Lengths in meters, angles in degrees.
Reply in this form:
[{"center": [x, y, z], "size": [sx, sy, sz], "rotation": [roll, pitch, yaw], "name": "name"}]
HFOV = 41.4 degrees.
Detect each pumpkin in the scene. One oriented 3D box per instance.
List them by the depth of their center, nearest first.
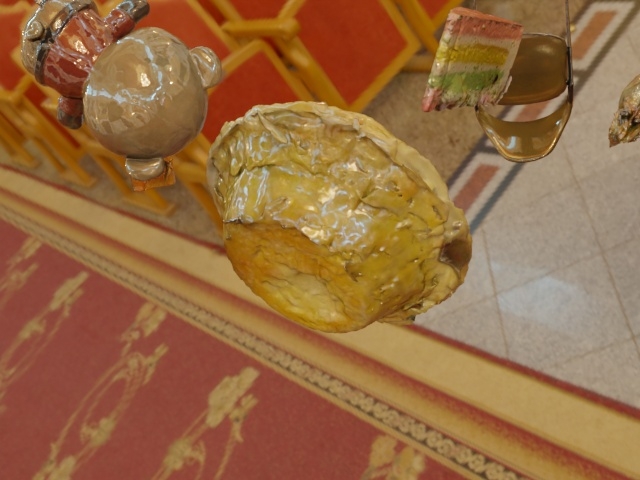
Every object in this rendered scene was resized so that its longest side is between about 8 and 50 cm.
[{"center": [-0.296, -0.123, 1.530], "size": [0.101, 0.073, 0.035], "rotation": [-21, 43, -39], "name": "pumpkin"}]

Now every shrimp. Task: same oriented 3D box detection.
[{"center": [0.448, -0.176, 1.230], "size": [0.051, 0.115, 0.217], "rotation": [21, 32, 13], "name": "shrimp"}]

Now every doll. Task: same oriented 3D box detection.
[{"center": [-0.316, -0.256, 1.268], "size": [0.235, 0.330, 0.174], "rotation": [-57, -8, 5], "name": "doll"}]

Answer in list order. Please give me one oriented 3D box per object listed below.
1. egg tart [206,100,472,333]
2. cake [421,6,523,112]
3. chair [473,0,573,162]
[{"center": [0.000, 0.000, 0.806], "size": [0.295, 0.295, 0.116], "rotation": [-6, 43, 41], "name": "egg tart"}, {"center": [0.158, -0.219, 1.001], "size": [0.090, 0.109, 0.225], "rotation": [28, 23, 23], "name": "cake"}, {"center": [0.336, -0.273, 1.404], "size": [0.159, 0.172, 0.247], "rotation": [-3, 44, 17], "name": "chair"}]
